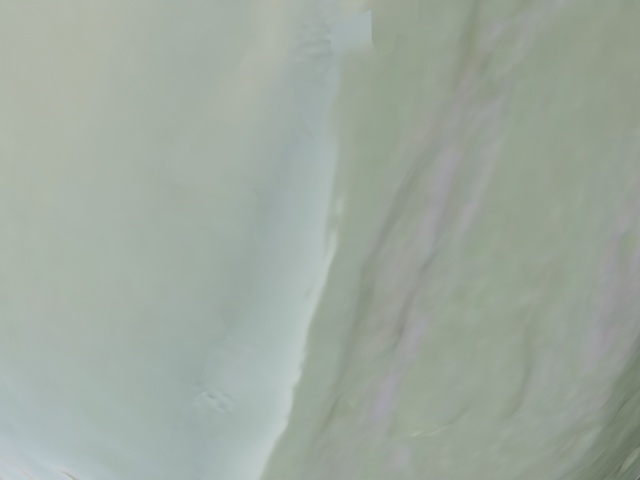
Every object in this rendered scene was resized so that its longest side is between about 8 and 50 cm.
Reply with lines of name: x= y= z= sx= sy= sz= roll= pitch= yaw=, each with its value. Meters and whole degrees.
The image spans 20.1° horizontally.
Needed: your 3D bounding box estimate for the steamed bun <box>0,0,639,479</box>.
steamed bun: x=-0.043 y=-0.099 z=0.487 sx=0.371 sy=0.290 sz=0.456 roll=30 pitch=125 yaw=23
